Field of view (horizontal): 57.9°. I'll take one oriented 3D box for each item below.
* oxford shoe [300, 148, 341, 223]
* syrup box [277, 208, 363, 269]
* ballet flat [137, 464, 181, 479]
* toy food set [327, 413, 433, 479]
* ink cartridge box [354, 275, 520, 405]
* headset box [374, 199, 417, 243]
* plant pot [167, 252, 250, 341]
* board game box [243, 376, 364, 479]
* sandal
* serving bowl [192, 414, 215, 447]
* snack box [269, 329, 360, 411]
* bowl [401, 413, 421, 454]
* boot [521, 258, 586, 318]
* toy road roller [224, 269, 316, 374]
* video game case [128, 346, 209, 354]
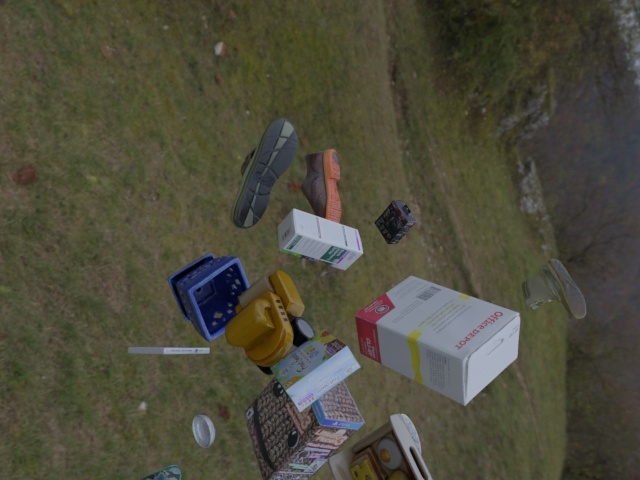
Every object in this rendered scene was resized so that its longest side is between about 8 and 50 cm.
[{"bbox_3d":[-0.001,-0.158,2.180,0.130,0.133,0.363,24,65,-69],"label":"oxford shoe"},{"bbox_3d":[0.000,0.000,1.685,0.237,0.093,0.096,18,44,-29],"label":"syrup box"},{"bbox_3d":[-0.398,0.560,1.282,0.070,0.188,0.070,-23,90,-89],"label":"ballet flat"},{"bbox_3d":[0.135,0.547,1.302,0.092,0.306,0.219,-8,60,-37],"label":"toy food set"},{"bbox_3d":[0.337,0.275,1.686,0.279,0.385,0.160,-28,121,-36],"label":"ink cartridge box"},{"bbox_3d":[0.161,-0.042,1.231,0.032,0.083,0.062,-1,50,-43],"label":"headset box"},{"bbox_3d":[-0.411,0.192,2.131,0.236,0.212,0.235,-35,123,-32],"label":"plant pot"},{"bbox_3d":[-0.055,0.493,1.608,0.141,0.291,0.232,20,27,-38],"label":"board game box"},{"bbox_3d":[-0.158,-0.177,1.454,0.120,0.086,0.302,36,80,-51],"label":"sandal"},{"bbox_3d":[-0.294,0.484,1.480,0.027,0.083,0.083,-7,80,-45],"label":"serving bowl"},{"bbox_3d":[-0.019,0.306,1.394,0.070,0.175,0.207,58,-10,-9],"label":"snack box"},{"bbox_3d":[0.285,0.715,2.065,0.170,0.080,0.170,48,26,-33],"label":"bowl"},{"bbox_3d":[0.761,0.190,1.903,0.077,0.165,0.213,1,55,-30],"label":"boot"},{"bbox_3d":[-0.186,0.238,1.813,0.241,0.202,0.329,31,24,-46],"label":"toy road roller"},{"bbox_3d":[-0.394,0.286,1.504,0.143,0.157,0.019,13,74,-50],"label":"video game case"}]
